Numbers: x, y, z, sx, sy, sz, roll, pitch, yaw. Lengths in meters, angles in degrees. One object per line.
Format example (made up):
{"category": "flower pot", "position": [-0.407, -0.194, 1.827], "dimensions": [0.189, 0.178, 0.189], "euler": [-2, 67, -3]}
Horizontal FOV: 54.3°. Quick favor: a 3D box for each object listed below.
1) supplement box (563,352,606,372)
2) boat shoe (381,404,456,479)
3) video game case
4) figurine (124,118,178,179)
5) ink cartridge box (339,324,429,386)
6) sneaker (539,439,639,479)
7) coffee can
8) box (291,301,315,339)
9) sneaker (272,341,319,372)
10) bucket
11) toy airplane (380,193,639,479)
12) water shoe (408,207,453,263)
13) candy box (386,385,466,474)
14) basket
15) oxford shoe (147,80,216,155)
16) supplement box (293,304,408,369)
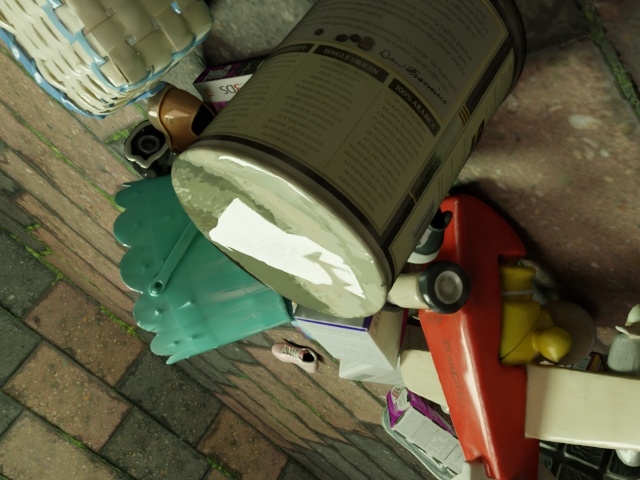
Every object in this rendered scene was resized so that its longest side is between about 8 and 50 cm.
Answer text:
{"category": "supplement box", "position": [0.392, 0.207, 0.925], "dimensions": [0.043, 0.055, 0.083], "euler": [9, 144, 45]}
{"category": "boat shoe", "position": [0.286, 0.488, 1.477], "dimensions": [0.320, 0.116, 0.099], "euler": [32, 159, 16]}
{"category": "video game case", "position": [-0.037, -0.140, 0.837], "dimensions": [0.210, 0.041, 0.232], "euler": [9, 145, 46]}
{"category": "figurine", "position": [-0.230, -0.096, 1.112], "dimensions": [0.215, 0.092, 0.209], "euler": [32, 163, 3]}
{"category": "ink cartridge box", "position": [0.205, 0.236, 1.187], "dimensions": [0.261, 0.066, 0.296], "euler": [13, 159, -14]}
{"category": "sneaker", "position": [0.541, 0.454, 1.048], "dimensions": [0.448, 0.169, 0.257], "euler": [11, 145, 35]}
{"category": "coffee can", "position": [0.033, -0.100, 0.552], "dimensions": [0.202, 0.275, 0.201], "euler": [27, 153, 15]}
{"category": "box", "position": [-0.035, 0.132, 1.310], "dimensions": [0.159, 0.044, 0.233], "euler": [4, 142, 47]}
{"category": "sneaker", "position": [-0.064, 0.294, 1.627], "dimensions": [0.134, 0.051, 0.070], "euler": [24, 152, 12]}
{"category": "bucket", "position": [-0.155, 0.021, 0.887], "dimensions": [0.183, 0.281, 0.281], "euler": [-15, 144, 0]}
{"category": "toy airplane", "position": [0.247, 0.172, 0.781], "dimensions": [0.386, 0.273, 0.384], "euler": [50, 147, 38]}
{"category": "water shoe", "position": [0.094, -0.070, 0.700], "dimensions": [0.080, 0.073, 0.203], "euler": [114, 144, -45]}
{"category": "candy box", "position": [0.256, 0.406, 1.331], "dimensions": [0.233, 0.071, 0.159], "euler": [36, -170, -5]}
{"category": "basket", "position": [-0.262, -0.262, 0.703], "dimensions": [0.289, 0.201, 0.254], "euler": [9, 140, 50]}
{"category": "oxford shoe", "position": [-0.175, -0.155, 0.892], "dimensions": [0.076, 0.076, 0.212], "euler": [20, 176, 7]}
{"category": "supplement box", "position": [0.056, 0.109, 0.946], "dimensions": [0.114, 0.111, 0.220], "euler": [7, 156, 22]}
